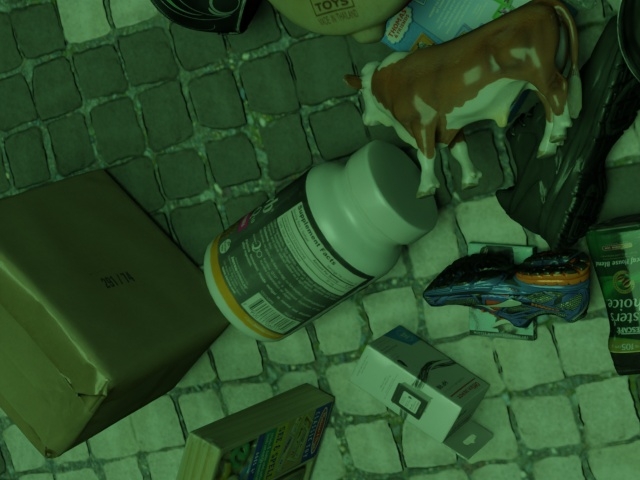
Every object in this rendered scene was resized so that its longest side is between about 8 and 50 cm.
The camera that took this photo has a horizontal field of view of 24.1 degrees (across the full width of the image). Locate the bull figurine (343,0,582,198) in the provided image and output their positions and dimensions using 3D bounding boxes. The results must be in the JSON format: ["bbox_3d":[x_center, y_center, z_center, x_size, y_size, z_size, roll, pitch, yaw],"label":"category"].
[{"bbox_3d":[0.163,-0.161,1.715,0.310,0.101,0.188,-24,78,37],"label":"bull figurine"}]

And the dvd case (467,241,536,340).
[{"bbox_3d":[0.225,0.063,1.856,0.087,0.013,0.119,5,105,27],"label":"dvd case"}]

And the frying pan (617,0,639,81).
[{"bbox_3d":[0.446,-0.188,1.650,0.197,0.053,0.326,-22,110,10],"label":"frying pan"}]

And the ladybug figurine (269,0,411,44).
[{"bbox_3d":[0.027,-0.447,1.732,0.305,0.162,0.449,-7,91,36],"label":"ladybug figurine"}]

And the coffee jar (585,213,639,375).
[{"bbox_3d":[0.372,0.065,1.742,0.096,0.079,0.184,-9,98,30],"label":"coffee jar"}]

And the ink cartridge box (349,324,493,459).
[{"bbox_3d":[0.140,0.188,1.879,0.180,0.104,0.060,33,114,16],"label":"ink cartridge box"}]

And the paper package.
[{"bbox_3d":[-0.321,0.084,1.967,0.309,0.325,0.168,47,118,10],"label":"paper package"}]

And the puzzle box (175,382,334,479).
[{"bbox_3d":[-0.122,0.402,1.964,0.052,0.272,0.408,25,111,25],"label":"puzzle box"}]

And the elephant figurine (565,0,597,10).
[{"bbox_3d":[0.267,-0.408,1.653,0.186,0.169,0.239,30,100,-13],"label":"elephant figurine"}]

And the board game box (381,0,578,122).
[{"bbox_3d":[0.177,-0.262,1.789,0.211,0.039,0.160,37,116,15],"label":"board game box"}]

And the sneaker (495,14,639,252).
[{"bbox_3d":[0.284,-0.133,1.732,0.130,0.109,0.286,31,111,29],"label":"sneaker"}]

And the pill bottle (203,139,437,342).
[{"bbox_3d":[0.000,0.000,1.874,0.278,0.162,0.162,-34,85,29],"label":"pill bottle"}]

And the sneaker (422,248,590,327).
[{"bbox_3d":[0.224,0.068,1.807,0.221,0.083,0.087,-3,114,34],"label":"sneaker"}]

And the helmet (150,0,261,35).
[{"bbox_3d":[-0.148,-0.348,1.868,0.162,0.169,0.169,23,113,3],"label":"helmet"}]
